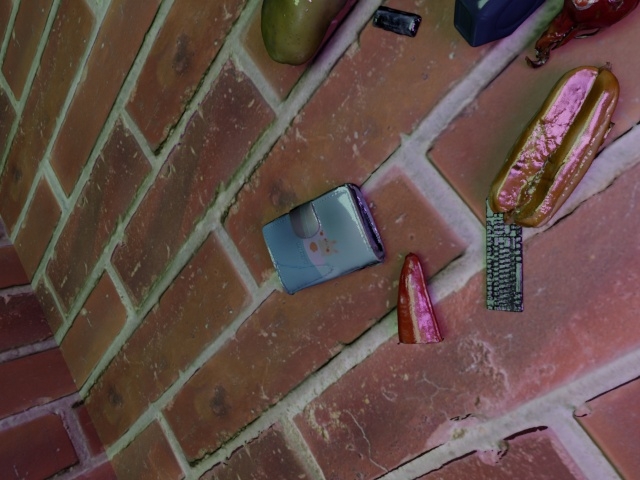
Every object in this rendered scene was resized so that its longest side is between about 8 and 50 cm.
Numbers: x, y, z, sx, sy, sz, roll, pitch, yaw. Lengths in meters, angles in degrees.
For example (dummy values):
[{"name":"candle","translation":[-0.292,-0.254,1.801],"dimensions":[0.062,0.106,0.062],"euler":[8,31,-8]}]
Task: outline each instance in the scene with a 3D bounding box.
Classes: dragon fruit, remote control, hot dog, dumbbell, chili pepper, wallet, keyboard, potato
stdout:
[{"name":"dragon fruit","translation":[0.364,-0.315,0.649],"dimensions":[0.094,0.094,0.190],"euler":[56,129,17]},{"name":"remote control","translation":[0.135,-0.398,0.852],"dimensions":[0.096,0.014,0.039],"euler":[32,115,30]},{"name":"hot dog","translation":[0.346,-0.134,0.695],"dimensions":[0.109,0.072,0.270],"euler":[34,113,19]},{"name":"dumbbell","translation":[0.202,-0.454,0.713],"dimensions":[0.156,0.143,0.316],"euler":[-45,71,33]},{"name":"chili pepper","translation":[0.176,0.105,0.870],"dimensions":[0.088,0.064,0.169],"euler":[-9,88,36]},{"name":"wallet","translation":[0.000,0.000,0.975],"dimensions":[0.250,0.075,0.176],"euler":[-23,86,36]},{"name":"keyboard","translation":[0.306,0.024,0.785],"dimensions":[0.060,0.018,0.196],"euler":[1,98,34]},{"name":"potato","translation":[-0.029,-0.455,0.891],"dimensions":[0.248,0.143,0.169],"euler":[-60,25,32]}]
